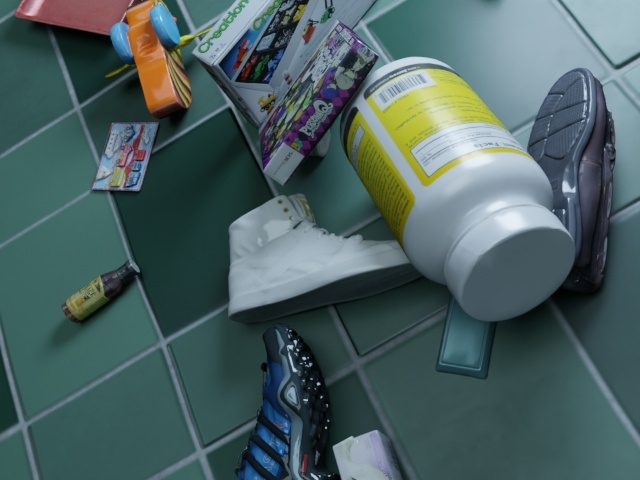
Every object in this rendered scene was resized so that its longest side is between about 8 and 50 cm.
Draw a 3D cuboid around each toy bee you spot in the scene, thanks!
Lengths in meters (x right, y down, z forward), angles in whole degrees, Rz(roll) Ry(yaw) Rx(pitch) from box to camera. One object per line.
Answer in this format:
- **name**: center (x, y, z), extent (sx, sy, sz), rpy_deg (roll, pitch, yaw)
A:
- **toy bee**: center (-0.268, -0.348, 1.378), extent (0.195, 0.162, 0.298), rpy_deg (2, 93, 13)

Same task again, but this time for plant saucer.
- **plant saucer**: center (0.198, 0.080, 1.063), extent (0.067, 0.018, 0.192), rpy_deg (6, 69, 23)
- **plant saucer**: center (-0.414, -0.497, 1.542), extent (0.259, 0.048, 0.259), rpy_deg (17, 75, 27)

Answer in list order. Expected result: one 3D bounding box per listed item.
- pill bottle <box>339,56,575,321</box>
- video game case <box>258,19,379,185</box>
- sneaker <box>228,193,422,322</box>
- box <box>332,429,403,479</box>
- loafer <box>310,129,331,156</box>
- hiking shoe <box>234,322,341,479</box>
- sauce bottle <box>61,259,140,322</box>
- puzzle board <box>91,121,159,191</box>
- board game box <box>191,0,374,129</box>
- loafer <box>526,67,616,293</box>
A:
- **pill bottle**: center (0.162, -0.067, 1.005), extent (0.188, 0.188, 0.334), rpy_deg (-32, 46, 6)
- **video game case**: center (-0.011, -0.200, 1.146), extent (0.210, 0.042, 0.232), rpy_deg (-53, 17, 15)
- **sneaker**: center (0.000, 0.000, 1.124), extent (0.293, 0.108, 0.169), rpy_deg (-14, 66, 17)
- **box**: center (0.092, 0.382, 0.942), extent (0.063, 0.067, 0.323), rpy_deg (-23, 62, 11)
- **loafer**: center (-0.002, -0.187, 1.246), extent (0.039, 0.045, 0.125), rpy_deg (4, 72, 30)
- **hiking shoe**: center (-0.055, 0.251, 1.029), extent (0.132, 0.113, 0.304), rpy_deg (-18, 62, 13)
- **sauce bottle**: center (-0.336, 0.075, 1.260), extent (0.128, 0.042, 0.042), rpy_deg (-38, 59, 2)
- **puzzle board**: center (-0.327, -0.141, 1.370), extent (0.096, 0.011, 0.128), rpy_deg (3, 68, 22)
- **board game box**: center (-0.039, -0.333, 1.238), extent (0.053, 0.193, 0.305), rpy_deg (36, 83, 30)
- **loafer**: center (0.326, -0.075, 1.053), extent (0.109, 0.095, 0.302), rpy_deg (-21, 50, 55)
